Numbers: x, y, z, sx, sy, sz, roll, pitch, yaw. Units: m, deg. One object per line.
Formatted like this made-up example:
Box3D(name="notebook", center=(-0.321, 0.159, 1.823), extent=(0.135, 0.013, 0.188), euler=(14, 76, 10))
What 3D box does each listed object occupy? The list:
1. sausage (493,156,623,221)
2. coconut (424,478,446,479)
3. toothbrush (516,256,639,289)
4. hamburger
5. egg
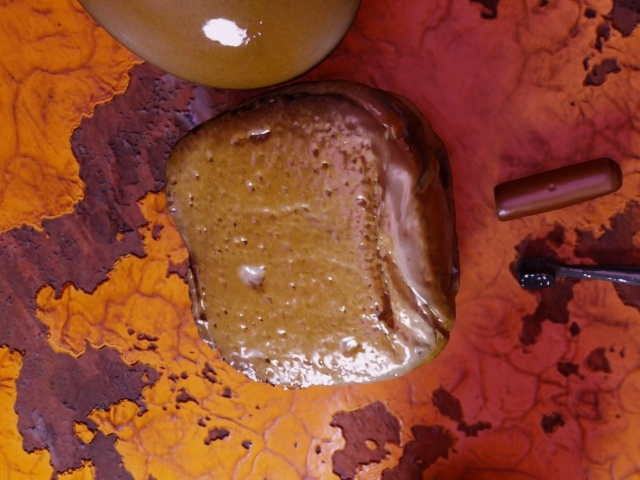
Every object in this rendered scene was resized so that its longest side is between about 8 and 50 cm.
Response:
Box3D(name="sausage", center=(0.241, -0.053, 0.890), extent=(0.131, 0.041, 0.039), euler=(-16, 71, 14))
Box3D(name="coconut", center=(0.109, 0.360, 0.865), extent=(0.233, 0.224, 0.224), euler=(-22, 92, -23))
Box3D(name="toothbrush", center=(0.350, 0.039, 0.883), extent=(0.297, 0.031, 0.030), euler=(2, 121, 12))
Box3D(name="hamburger", center=(-0.004, -0.006, 0.886), extent=(0.284, 0.174, 0.305), euler=(-4, 96, 16))
Box3D(name="egg", center=(-0.109, -0.302, 0.819), extent=(0.282, 0.282, 0.351), euler=(-45, 84, 14))
